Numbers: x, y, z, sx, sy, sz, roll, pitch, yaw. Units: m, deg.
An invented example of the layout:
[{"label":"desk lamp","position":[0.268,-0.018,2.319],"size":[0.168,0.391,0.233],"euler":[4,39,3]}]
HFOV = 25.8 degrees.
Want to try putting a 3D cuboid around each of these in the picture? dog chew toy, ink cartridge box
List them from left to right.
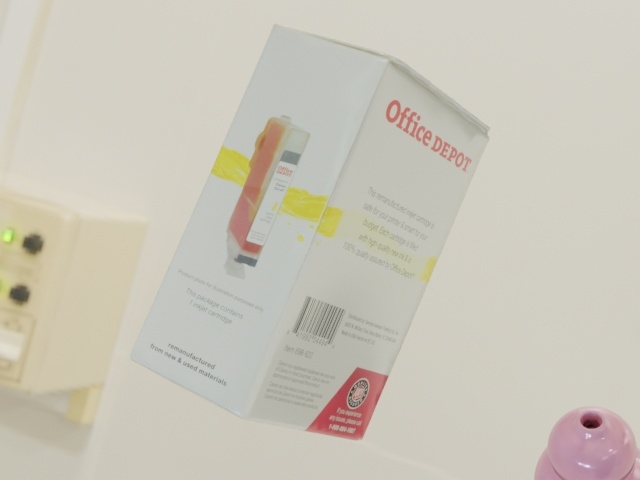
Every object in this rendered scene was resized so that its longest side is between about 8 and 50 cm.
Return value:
[{"label":"ink cartridge box","position":[0.000,0.000,1.499],"size":[0.160,0.384,0.279],"euler":[23,-1,31]},{"label":"dog chew toy","position":[0.416,0.381,2.131],"size":[0.207,0.331,0.206],"euler":[-6,41,6]}]
